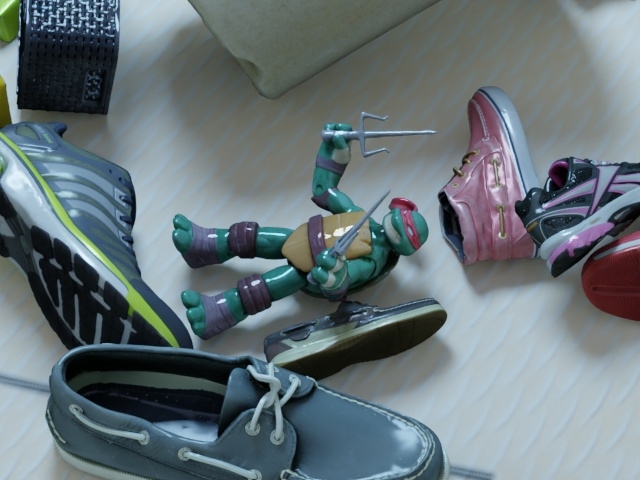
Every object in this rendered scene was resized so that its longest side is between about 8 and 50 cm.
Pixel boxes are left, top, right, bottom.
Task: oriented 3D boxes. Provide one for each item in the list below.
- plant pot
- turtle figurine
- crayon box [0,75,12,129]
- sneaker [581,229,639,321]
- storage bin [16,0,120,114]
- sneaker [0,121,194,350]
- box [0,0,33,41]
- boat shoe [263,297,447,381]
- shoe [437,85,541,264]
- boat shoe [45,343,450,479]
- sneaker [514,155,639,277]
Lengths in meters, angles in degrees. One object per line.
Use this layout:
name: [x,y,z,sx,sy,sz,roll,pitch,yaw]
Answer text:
plant pot: [0.005,-0.300,1.733,0.305,0.334,0.334,-38,56,2]
turtle figurine: [0.000,0.000,1.618,0.234,0.118,0.175,-18,36,8]
crayon box: [-0.416,-0.146,1.750,0.203,0.083,0.323,-30,65,-20]
sneaker: [0.317,-0.007,1.646,0.221,0.087,0.128,-9,33,-1]
storage bin: [-0.227,-0.215,1.771,0.084,0.122,0.180,2,62,-11]
sneaker: [-0.190,-0.005,1.641,0.121,0.111,0.300,-24,60,-34]
box: [-0.287,-0.277,1.900,0.109,0.042,0.178,27,59,22]
boat shoe: [0.026,0.071,1.597,0.152,0.056,0.049,-17,58,-10]
shoe: [0.136,-0.057,1.686,0.081,0.063,0.178,-9,56,-11]
boat shoe: [-0.060,0.144,1.516,0.320,0.099,0.116,9,53,10]
sneaker: [0.228,-0.043,1.632,0.077,0.072,0.178,51,44,9]
